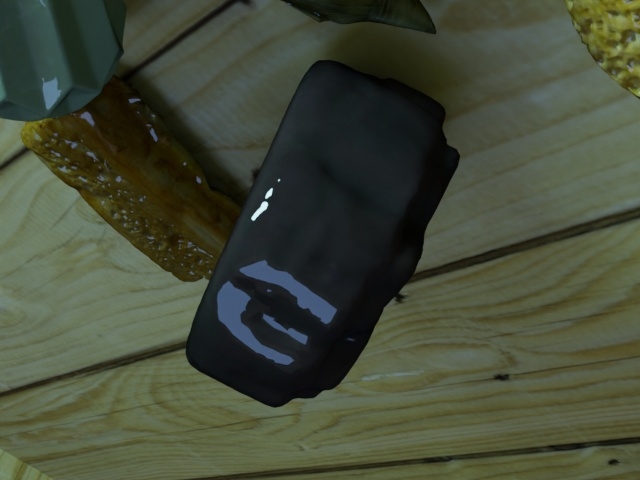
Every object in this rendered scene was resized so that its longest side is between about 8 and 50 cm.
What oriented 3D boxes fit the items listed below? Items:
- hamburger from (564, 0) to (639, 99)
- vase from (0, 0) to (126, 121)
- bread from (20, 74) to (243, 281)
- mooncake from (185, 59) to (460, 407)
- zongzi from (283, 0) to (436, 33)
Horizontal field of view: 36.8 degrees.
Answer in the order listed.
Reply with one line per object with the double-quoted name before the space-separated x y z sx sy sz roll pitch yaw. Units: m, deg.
"hamburger" 0.236 -0.198 0.439 0.289 0.170 0.314 5 145 20
"vase" -0.233 -0.250 0.665 0.165 0.165 0.360 15 143 10
"bread" -0.166 -0.057 0.969 0.139 0.077 0.271 -12 136 36
"mooncake" 0.000 0.000 0.775 0.141 0.283 0.283 27 147 -3
"zongzi" 0.012 -0.224 0.608 0.204 0.094 0.205 21 148 -5
